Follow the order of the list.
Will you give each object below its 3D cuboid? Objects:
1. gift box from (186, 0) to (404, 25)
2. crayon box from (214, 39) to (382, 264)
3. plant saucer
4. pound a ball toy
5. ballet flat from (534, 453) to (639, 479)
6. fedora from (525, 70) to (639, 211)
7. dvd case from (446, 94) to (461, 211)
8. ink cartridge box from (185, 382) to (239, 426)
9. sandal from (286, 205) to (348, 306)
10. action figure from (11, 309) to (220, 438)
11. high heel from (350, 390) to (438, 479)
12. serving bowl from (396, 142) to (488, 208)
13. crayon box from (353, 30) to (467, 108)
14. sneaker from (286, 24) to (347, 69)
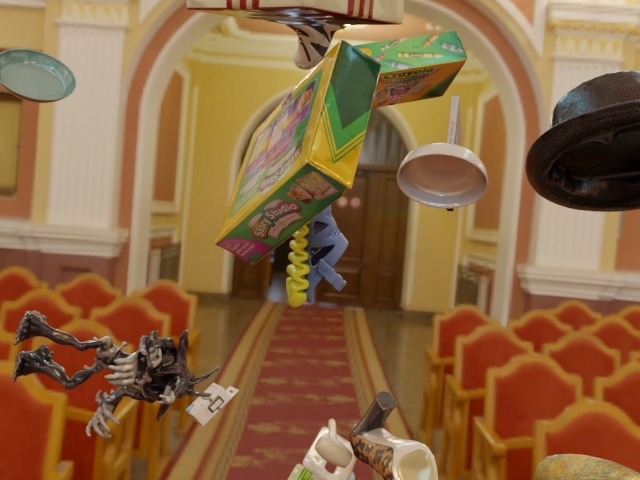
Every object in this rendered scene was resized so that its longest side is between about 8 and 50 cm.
[{"bbox_3d":[-0.022,-0.433,1.101,0.255,0.258,0.276,11,14,32],"label":"gift box"},{"bbox_3d":[-0.046,-0.163,1.572,0.106,0.313,0.363,28,-36,-20],"label":"crayon box"},{"bbox_3d":[-0.425,-0.239,1.194,0.119,0.021,0.119,18,40,-16],"label":"plant saucer"},{"bbox_3d":[0.025,0.497,1.743,0.135,0.208,0.319,35,7,6],"label":"pound a ball toy"},{"bbox_3d":[0.492,0.427,1.242,0.348,0.123,0.123,15,6,28],"label":"ballet flat"},{"bbox_3d":[0.498,-0.179,1.310,0.334,0.153,0.334,0,-30,0],"label":"fedora"},{"bbox_3d":[0.348,-0.228,2.120,0.022,0.253,0.180,3,-27,13],"label":"dvd case"},{"bbox_3d":[-0.181,0.267,1.345,0.083,0.028,0.048,-43,18,-20],"label":"ink cartridge box"},{"bbox_3d":[0.000,0.000,1.865,0.138,0.317,0.126,3,16,-10],"label":"sandal"},{"bbox_3d":[-0.282,0.189,1.110,0.275,0.164,0.141,16,27,-9],"label":"action figure"},{"bbox_3d":[0.133,0.433,1.486,0.093,0.261,0.186,-4,-40,-24],"label":"high heel"},{"bbox_3d":[0.113,-0.064,0.742,0.083,0.027,0.083,9,-32,6],"label":"serving bowl"},{"bbox_3d":[0.174,-0.384,1.844,0.278,0.081,0.165,-12,-17,-16],"label":"crayon box"},{"bbox_3d":[-0.041,-0.465,1.717,0.153,0.094,0.235,17,-25,-23],"label":"sneaker"}]
